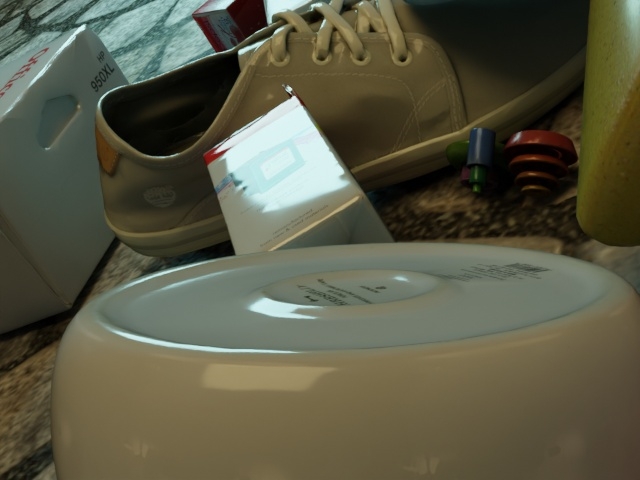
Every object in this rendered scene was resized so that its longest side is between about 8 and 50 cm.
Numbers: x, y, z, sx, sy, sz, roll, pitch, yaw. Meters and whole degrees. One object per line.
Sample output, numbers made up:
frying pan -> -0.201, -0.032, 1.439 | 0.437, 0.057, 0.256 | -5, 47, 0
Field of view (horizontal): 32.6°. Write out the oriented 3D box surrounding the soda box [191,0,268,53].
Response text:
soda box -> -0.019, -0.303, 1.267 | 0.263, 0.092, 0.083 | -45, 28, -23

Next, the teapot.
teapot -> 0.014, 0.107, 0.439 | 0.252, 0.187, 0.256 | 0, 10, 19

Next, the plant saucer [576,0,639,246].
plant saucer -> 0.281, -0.172, 0.511 | 0.332, 0.081, 0.333 | -4, 65, 29

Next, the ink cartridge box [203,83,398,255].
ink cartridge box -> 0.000, 0.000, 0.677 | 0.078, 0.134, 0.231 | -32, 25, 2

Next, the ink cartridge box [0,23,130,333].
ink cartridge box -> -0.384, -0.023, 1.103 | 0.394, 0.166, 0.285 | -19, 30, 27

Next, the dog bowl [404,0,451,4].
dog bowl -> 0.177, -0.256, 0.746 | 0.297, 0.074, 0.166 | -16, 27, 23

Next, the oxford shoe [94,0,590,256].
oxford shoe -> 0.024, -0.125, 0.835 | 0.449, 0.130, 0.169 | -22, 35, 5

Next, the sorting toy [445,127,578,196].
sorting toy -> 0.121, -0.046, 0.728 | 0.102, 0.061, 0.042 | -8, 69, 52

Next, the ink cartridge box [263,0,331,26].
ink cartridge box -> 0.065, -0.255, 1.047 | 0.226, 0.131, 0.306 | -29, 29, 10
